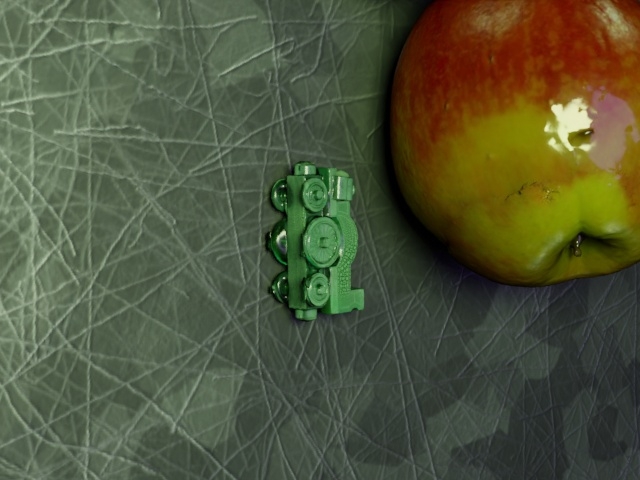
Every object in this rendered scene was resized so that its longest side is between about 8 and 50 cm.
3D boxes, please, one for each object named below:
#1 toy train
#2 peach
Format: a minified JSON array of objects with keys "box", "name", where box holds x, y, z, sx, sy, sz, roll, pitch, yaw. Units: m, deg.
[{"box":[0.000,0.000,1.225,0.104,0.071,0.178,-4,95,-42],"name":"toy train"},{"box":[0.253,-0.136,1.243,0.370,0.370,0.370,-1,92,-35],"name":"peach"}]
